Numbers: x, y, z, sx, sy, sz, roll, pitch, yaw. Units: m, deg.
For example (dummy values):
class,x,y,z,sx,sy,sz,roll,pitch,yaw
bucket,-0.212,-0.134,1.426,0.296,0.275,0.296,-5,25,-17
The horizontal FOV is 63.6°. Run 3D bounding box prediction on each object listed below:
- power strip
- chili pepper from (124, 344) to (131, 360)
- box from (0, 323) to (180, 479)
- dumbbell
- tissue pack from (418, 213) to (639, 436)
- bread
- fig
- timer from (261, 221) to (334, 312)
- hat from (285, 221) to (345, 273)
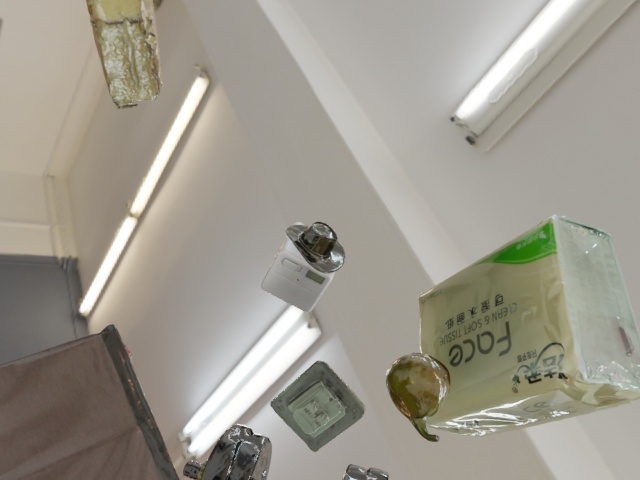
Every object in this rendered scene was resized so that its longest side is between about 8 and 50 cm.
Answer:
class,x,y,z,sx,sy,sz,roll,pitch,yaw
power strip,-0.009,0.461,1.400,0.198,0.064,0.213,46,-76,-1
chili pepper,-0.613,0.484,1.554,0.110,0.110,0.387,-38,-130,39
box,-0.239,0.217,0.484,0.188,0.153,0.252,63,-30,12
dumbbell,-0.042,0.427,0.834,0.389,0.185,0.184,12,-85,10
tissue pack,0.389,0.187,1.034,0.405,0.206,0.331,-46,-147,50
bread,-0.350,-0.398,0.912,0.239,0.111,0.245,121,-42,-70
fig,0.117,0.185,0.622,0.084,0.082,0.098,-8,-109,50
timer,-0.061,0.089,1.742,0.194,0.193,0.195,-59,-175,33
hat,0.000,0.000,0.894,0.050,0.121,0.121,-51,-130,33
